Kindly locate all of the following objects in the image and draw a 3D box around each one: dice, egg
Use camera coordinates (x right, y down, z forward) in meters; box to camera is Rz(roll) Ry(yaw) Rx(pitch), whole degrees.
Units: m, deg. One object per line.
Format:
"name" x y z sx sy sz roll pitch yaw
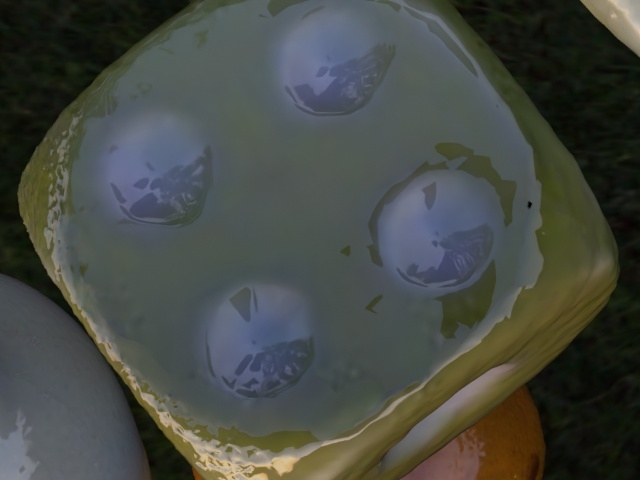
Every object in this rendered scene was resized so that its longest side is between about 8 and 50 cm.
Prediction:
"dice" 0.000 0.000 0.996 0.238 0.227 0.233 -38 77 -2
"egg" -0.246 0.148 1.333 0.264 0.174 0.286 -17 75 -22

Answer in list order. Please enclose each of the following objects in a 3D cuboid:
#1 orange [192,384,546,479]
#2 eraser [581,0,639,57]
"orange" 0.035 0.182 1.710 0.310 0.274 0.274 23 102 -6
"eraser" 0.036 -0.119 0.402 0.172 0.117 0.058 44 113 1
